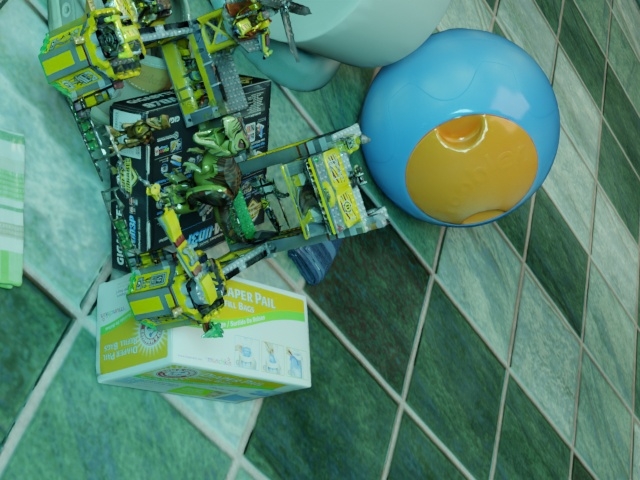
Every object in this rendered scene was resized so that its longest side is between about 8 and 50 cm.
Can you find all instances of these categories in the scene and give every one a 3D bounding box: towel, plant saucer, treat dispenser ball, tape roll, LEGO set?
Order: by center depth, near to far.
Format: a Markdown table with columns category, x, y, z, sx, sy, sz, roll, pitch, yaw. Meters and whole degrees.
| category | x | y | z | sx | sy | sz | roll | pitch | yaw |
| --- | --- | --- | --- | --- | --- | --- | --- | --- | --- |
| LEGO set | -0.073 | -0.091 | 0.833 | 0.255 | 0.192 | 0.331 | -17 | 93 | -56 |
| towel | -0.318 | -0.037 | 0.843 | 0.113 | 0.023 | 0.152 | 16 | 65 | -48 |
| tape roll | 0.029 | -0.353 | 1.188 | 0.169 | 0.246 | 0.246 | 6 | 71 | -52 |
| towel | 0.000 | 0.000 | 1.249 | 0.067 | 0.029 | 0.119 | 55 | 38 | -24 |
| plant saucer | -0.051 | -0.368 | 1.336 | 0.317 | 0.043 | 0.318 | 28 | 53 | -46 |
| treat dispenser ball | 0.202 | -0.162 | 1.373 | 0.288 | 0.288 | 0.288 | 27 | 54 | -45 |

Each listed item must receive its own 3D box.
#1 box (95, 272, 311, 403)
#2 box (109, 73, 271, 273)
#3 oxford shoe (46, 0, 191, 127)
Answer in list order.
| category | x | y | z | sx | sy | sz | roll | pitch | yaw |
| --- | --- | --- | --- | --- | --- | --- | --- | --- | --- |
| box | -0.117 | 0.099 | 0.971 | 0.203 | 0.114 | 0.103 | 20 | 60 | -47 |
| box | -0.134 | -0.077 | 1.015 | 0.220 | 0.051 | 0.175 | -30 | 129 | -54 |
| oxford shoe | -0.233 | -0.345 | 1.004 | 0.169 | 0.130 | 0.450 | -5 | 78 | -53 |
